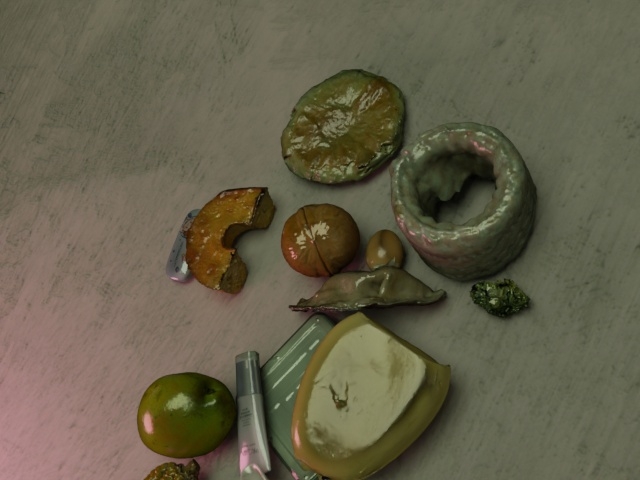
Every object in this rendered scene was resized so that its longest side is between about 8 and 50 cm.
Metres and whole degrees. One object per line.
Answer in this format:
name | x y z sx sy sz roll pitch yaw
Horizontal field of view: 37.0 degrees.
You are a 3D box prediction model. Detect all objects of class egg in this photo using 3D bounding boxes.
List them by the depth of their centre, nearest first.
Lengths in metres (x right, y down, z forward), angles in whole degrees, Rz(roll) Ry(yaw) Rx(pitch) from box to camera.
egg | 0.132 0.022 1.971 0.080 0.080 0.096 -12 67 20

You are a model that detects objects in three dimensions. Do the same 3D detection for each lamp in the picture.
lamp | -0.009 0.316 1.919 0.266 0.047 0.269 -46 58 2

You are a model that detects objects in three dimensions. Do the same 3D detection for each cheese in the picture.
cheese | 0.070 0.305 1.785 0.260 0.128 0.315 34 87 30

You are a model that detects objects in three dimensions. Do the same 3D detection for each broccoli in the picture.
broccoli | 0.341 0.108 1.830 0.095 0.092 0.097 -39 74 19

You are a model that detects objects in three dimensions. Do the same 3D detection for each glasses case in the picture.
glasses case | -0.300 0.011 2.197 0.067 0.045 0.178 11 72 28

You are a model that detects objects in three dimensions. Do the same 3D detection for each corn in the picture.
corn | -0.356 0.563 1.924 0.322 0.119 0.119 -47 57 -1

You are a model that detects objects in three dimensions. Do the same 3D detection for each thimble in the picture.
thimble | 0.275 -0.083 1.887 0.292 0.195 0.291 -9 64 19

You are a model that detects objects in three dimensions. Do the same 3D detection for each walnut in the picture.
walnut | 0.000 0.000 1.979 0.165 0.197 0.165 0 83 3

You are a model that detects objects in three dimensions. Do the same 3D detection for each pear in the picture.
pear | -0.268 0.347 1.933 0.220 0.188 0.187 -29 53 45

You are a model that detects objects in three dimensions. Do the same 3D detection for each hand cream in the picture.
hand cream | -0.137 0.348 1.908 0.079 0.048 0.255 -25 58 36

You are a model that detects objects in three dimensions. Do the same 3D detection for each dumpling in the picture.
dumpling | 0.072 0.101 1.910 0.332 0.166 0.085 -8 82 22

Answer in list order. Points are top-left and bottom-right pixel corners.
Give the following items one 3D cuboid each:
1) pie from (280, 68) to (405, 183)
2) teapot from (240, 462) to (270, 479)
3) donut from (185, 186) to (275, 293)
pie | 0.056 -0.253 2.140 0.307 0.071 0.306 -8 67 19
teapot | -0.067 0.562 1.779 0.204 0.139 0.298 -32 57 6
donut | -0.213 -0.010 2.134 0.152 0.101 0.259 17 76 31
